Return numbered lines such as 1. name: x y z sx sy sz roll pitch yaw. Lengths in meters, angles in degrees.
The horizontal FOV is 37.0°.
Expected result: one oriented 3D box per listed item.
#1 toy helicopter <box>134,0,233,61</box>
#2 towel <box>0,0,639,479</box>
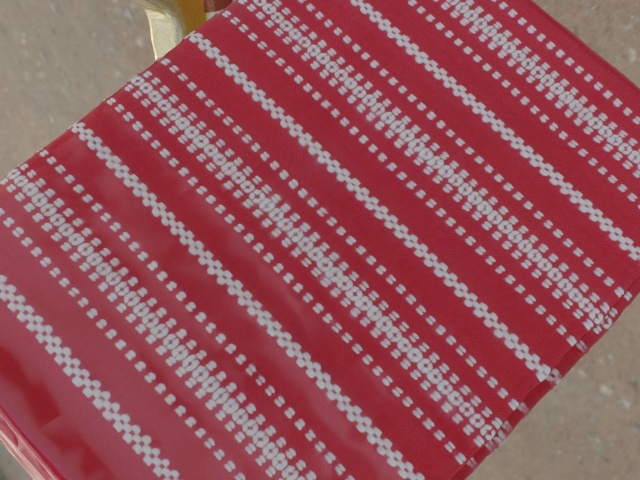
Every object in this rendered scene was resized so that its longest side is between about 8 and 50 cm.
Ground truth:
1. toy helicopter: -0.077 -0.186 0.620 0.140 0.355 0.235 24 97 34
2. towel: 0.000 0.000 0.362 0.199 0.275 0.031 44 162 13
